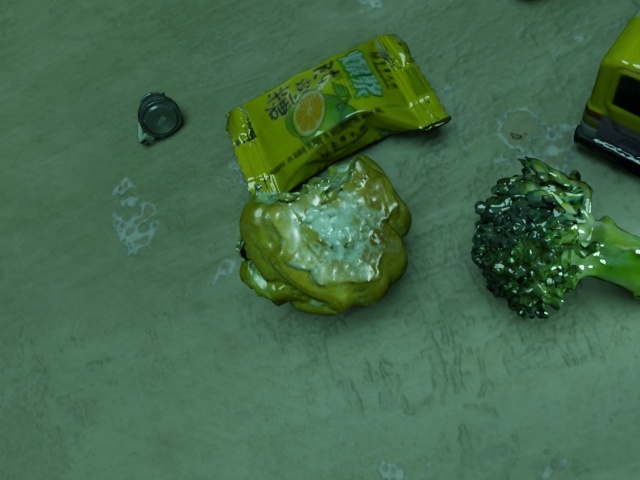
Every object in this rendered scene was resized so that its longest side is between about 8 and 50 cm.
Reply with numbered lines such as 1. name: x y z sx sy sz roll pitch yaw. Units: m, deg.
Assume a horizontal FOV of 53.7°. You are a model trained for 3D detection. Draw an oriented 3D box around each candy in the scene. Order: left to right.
1. candy: 0.012 -0.174 0.897 0.297 0.081 0.187 -25 67 7

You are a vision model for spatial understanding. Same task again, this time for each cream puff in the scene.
1. cream puff: 0.002 0.005 0.793 0.221 0.194 0.194 -19 67 -20

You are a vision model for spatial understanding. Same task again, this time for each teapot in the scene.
1. teapot: -0.262 -0.195 0.997 0.088 0.066 0.057 -49 45 21

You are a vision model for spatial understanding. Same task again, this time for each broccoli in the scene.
1. broccoli: 0.311 0.003 0.756 0.275 0.177 0.198 5 36 -12

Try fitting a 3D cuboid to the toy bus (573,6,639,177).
1. toy bus: 0.502 -0.279 0.704 0.209 0.249 0.440 35 85 22
